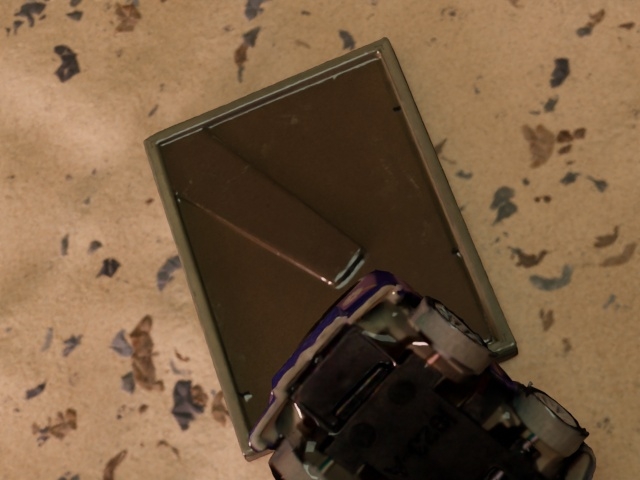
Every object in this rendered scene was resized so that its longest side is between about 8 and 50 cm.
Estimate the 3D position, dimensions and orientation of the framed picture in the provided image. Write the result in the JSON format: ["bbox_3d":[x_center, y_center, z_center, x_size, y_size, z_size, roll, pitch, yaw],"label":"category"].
[{"bbox_3d":[0.000,0.000,1.445,0.240,0.020,0.324,-23,60,4],"label":"framed picture"}]

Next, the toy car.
[{"bbox_3d":[0.077,0.133,1.273,0.235,0.158,0.172,39,102,-12],"label":"toy car"}]
